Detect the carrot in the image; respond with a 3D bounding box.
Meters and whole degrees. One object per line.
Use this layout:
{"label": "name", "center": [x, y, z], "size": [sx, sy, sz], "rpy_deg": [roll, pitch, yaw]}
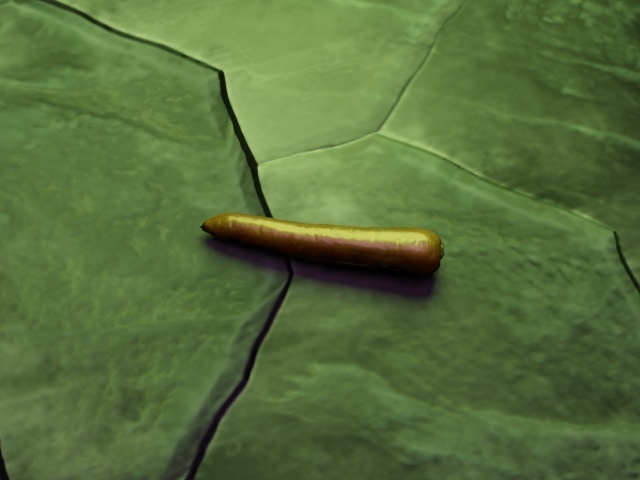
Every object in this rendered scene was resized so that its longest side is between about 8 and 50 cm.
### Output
{"label": "carrot", "center": [0.000, 0.000, 1.087], "size": [0.190, 0.037, 0.037], "rpy_deg": [7, 60, 4]}
